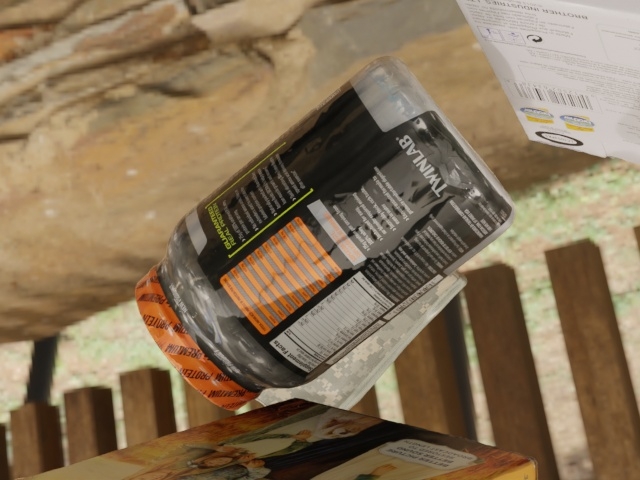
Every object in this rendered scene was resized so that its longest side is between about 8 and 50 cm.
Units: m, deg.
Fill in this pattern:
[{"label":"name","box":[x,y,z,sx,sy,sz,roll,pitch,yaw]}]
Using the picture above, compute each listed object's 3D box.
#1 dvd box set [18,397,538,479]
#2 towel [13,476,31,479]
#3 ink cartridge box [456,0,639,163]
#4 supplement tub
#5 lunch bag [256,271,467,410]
[{"label":"dvd box set","box":[-0.079,0.220,0.884,0.420,0.062,0.308,-10,-170,-41]},{"label":"towel","box":[-0.262,0.288,1.244,0.199,0.031,0.275,-4,178,-8]},{"label":"ink cartridge box","box":[0.322,-0.192,1.145,0.270,0.151,0.395,17,165,30]},{"label":"supplement tub","box":[0.000,0.000,1.090,0.338,0.207,0.207,-38,156,10]},{"label":"lunch bag","box":[-0.016,0.062,1.332,0.235,0.169,0.287,40,96,-20]}]
